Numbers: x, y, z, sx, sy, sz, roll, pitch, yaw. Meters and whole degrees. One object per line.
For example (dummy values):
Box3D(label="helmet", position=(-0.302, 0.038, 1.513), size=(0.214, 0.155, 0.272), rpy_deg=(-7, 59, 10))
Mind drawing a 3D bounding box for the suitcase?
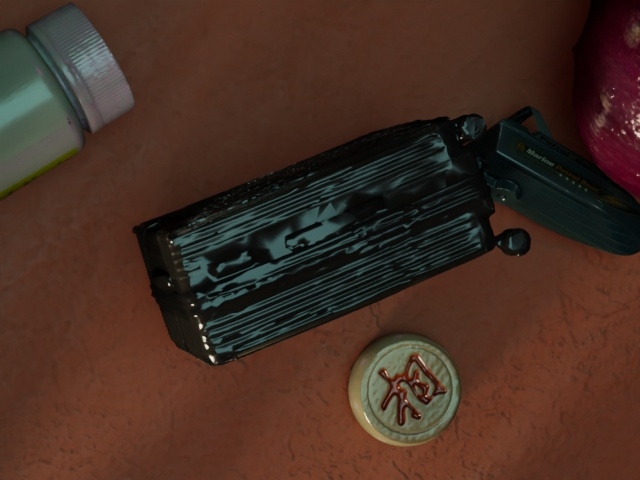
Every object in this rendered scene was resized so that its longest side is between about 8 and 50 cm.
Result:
Box3D(label="suitcase", position=(0.000, 0.000, 1.581), size=(0.335, 0.229, 0.152), rpy_deg=(-23, 96, -13))

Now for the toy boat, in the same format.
Box3D(label="toy boat", position=(0.264, -0.056, 1.721), size=(0.246, 0.093, 0.103), rpy_deg=(29, 63, -14))

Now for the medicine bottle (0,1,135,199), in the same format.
Box3D(label="medicine bottle", position=(-0.305, -0.122, 1.546), size=(0.225, 0.139, 0.139), rpy_deg=(-33, 99, -11))

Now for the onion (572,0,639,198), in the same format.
Box3D(label="onion", position=(0.385, -0.227, 1.664), size=(0.348, 0.347, 0.385), rpy_deg=(-33, 62, -11))

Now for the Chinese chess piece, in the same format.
Box3D(label="Chinese chess piece", position=(0.090, 0.158, 1.701), size=(0.122, 0.051, 0.122), rpy_deg=(-1, 92, -14))
